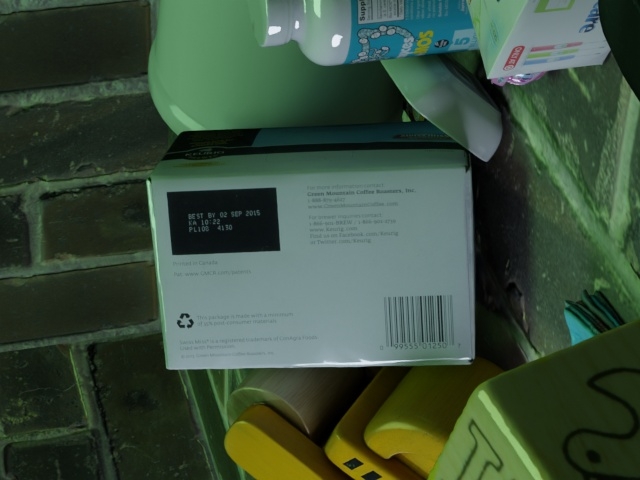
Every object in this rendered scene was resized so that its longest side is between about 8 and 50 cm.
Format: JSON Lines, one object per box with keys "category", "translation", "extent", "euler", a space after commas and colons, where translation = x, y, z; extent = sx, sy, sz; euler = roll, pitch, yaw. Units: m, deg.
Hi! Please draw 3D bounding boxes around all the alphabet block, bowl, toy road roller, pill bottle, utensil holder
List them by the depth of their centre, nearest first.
{"category": "alphabet block", "translation": [0.226, 0.213, 1.479], "extent": [0.197, 0.192, 0.193], "euler": [56, 147, 26]}
{"category": "pill bottle", "translation": [0.061, -0.261, 1.883], "extent": [0.146, 0.264, 0.146], "euler": [173, 90, -78]}
{"category": "bowl", "translation": [0.139, -0.162, 1.960], "extent": [0.053, 0.142, 0.142], "euler": [-45, 34, 14]}
{"category": "toy road roller", "translation": [0.078, 0.204, 2.027], "extent": [0.329, 0.202, 0.241], "euler": [36, 137, 7]}
{"category": "utensil holder", "translation": [-0.031, -0.322, 2.131], "extent": [0.385, 0.327, 0.328], "euler": [101, 158, -49]}

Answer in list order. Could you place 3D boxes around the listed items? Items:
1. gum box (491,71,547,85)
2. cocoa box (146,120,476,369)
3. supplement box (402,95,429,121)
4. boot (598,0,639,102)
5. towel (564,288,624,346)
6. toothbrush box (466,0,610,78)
{"category": "gum box", "translation": [0.193, -0.253, 1.764], "extent": [0.107, 0.062, 0.188], "euler": [126, 136, -72]}
{"category": "cocoa box", "translation": [0.000, 0.000, 2.021], "extent": [0.228, 0.347, 0.231], "euler": [-76, -17, -73]}
{"category": "supplement box", "translation": [0.129, -0.164, 2.134], "extent": [0.083, 0.043, 0.055], "euler": [-116, 21, -56]}
{"category": "boot", "translation": [0.295, -0.018, 1.254], "extent": [0.445, 0.146, 0.367], "euler": [-115, 31, -43]}
{"category": "towel", "translation": [0.287, 0.268, 1.712], "extent": [0.271, 0.040, 0.370], "euler": [-120, 26, -61]}
{"category": "toothbrush box", "translation": [0.193, -0.320, 1.604], "extent": [0.206, 0.122, 0.283], "euler": [112, 146, -66]}
